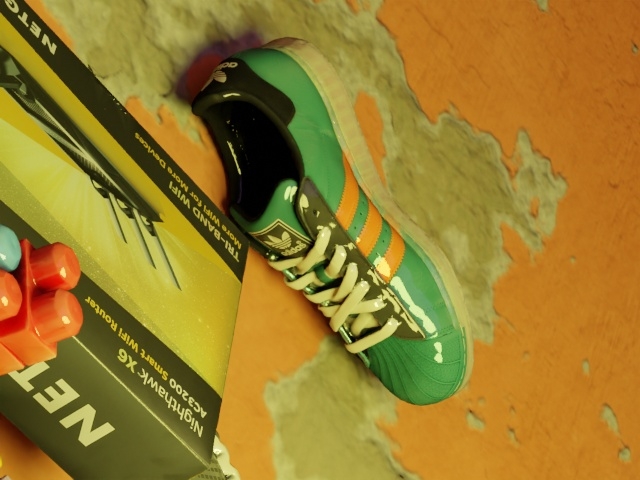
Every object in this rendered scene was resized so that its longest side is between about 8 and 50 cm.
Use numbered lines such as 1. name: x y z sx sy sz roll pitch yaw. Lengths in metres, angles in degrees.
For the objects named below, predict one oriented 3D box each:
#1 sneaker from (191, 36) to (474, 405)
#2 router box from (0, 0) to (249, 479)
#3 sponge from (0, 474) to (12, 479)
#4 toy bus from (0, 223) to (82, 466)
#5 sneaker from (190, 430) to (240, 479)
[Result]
1. sneaker: 0.000 0.000 1.473 0.121 0.108 0.302 -30 90 -48
2. router box: -0.179 -0.015 1.239 0.309 0.081 0.243 47 26 -25
3. sponge: -0.165 0.257 1.195 0.210 0.031 0.117 50 53 -2
4. toy bus: -0.223 0.073 1.008 0.149 0.211 0.220 56 24 -50
5. sneaker: -0.101 0.217 1.293 0.106 0.078 0.234 5 74 -49
